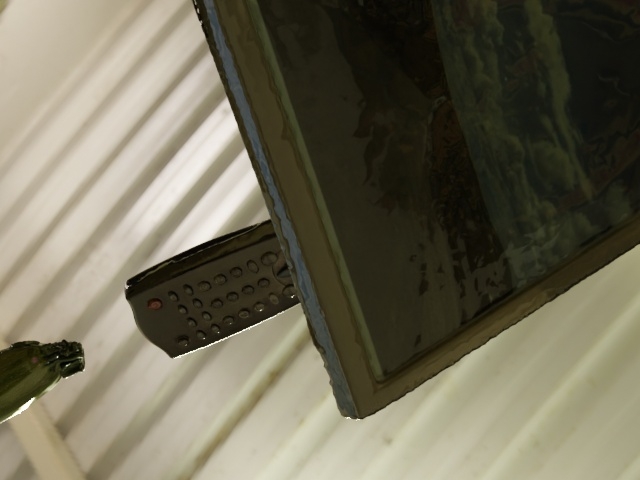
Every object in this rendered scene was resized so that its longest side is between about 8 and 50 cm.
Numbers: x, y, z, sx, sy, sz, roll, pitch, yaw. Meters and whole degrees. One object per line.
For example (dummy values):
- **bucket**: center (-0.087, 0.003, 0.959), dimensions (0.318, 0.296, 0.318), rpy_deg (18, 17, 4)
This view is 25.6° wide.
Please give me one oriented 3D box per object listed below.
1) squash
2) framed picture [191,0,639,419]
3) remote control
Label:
- **squash**: center (-0.244, 0.115, 0.971), dimensions (0.183, 0.052, 0.052), rpy_deg (-32, -138, 7)
- **framed picture**: center (0.077, -0.068, 0.553), dimensions (0.260, 0.189, 0.023), rpy_deg (-29, -159, -30)
- **remote control**: center (0.000, 0.000, 0.726), dimensions (0.212, 0.059, 0.028), rpy_deg (-24, -140, 9)
